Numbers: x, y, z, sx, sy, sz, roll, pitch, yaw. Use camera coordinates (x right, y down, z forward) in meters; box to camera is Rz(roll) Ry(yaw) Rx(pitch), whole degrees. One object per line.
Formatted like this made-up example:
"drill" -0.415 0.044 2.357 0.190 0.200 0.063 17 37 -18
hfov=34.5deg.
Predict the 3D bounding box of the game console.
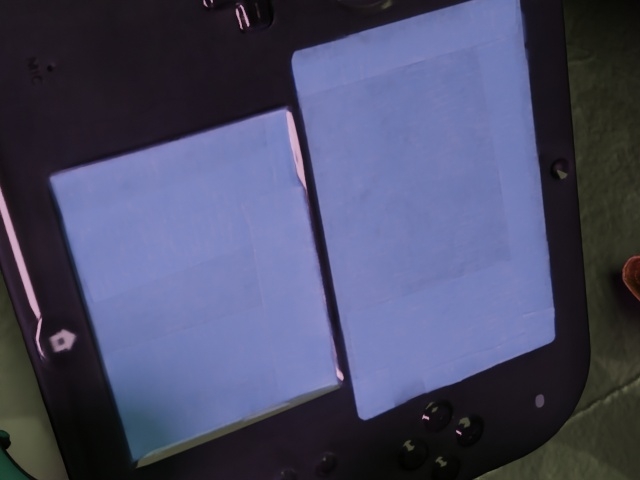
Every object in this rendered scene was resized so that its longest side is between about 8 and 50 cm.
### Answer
"game console" 0.000 0.000 0.586 0.342 0.060 0.387 -21 114 -23

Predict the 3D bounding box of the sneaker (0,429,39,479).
"sneaker" -0.236 0.139 0.530 0.302 0.108 0.121 22 28 8

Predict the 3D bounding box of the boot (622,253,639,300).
"boot" 0.322 0.045 0.711 0.152 0.197 0.073 0 100 -27
